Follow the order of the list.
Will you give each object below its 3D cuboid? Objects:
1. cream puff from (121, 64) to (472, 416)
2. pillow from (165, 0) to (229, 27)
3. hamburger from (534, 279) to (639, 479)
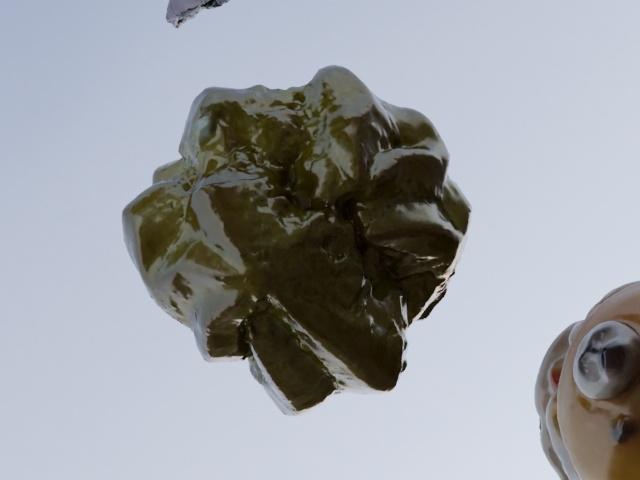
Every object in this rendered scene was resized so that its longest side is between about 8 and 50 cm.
[{"bbox_3d":[0.009,0.000,1.198,0.274,0.270,0.323,-43,-60,12],"label":"cream puff"},{"bbox_3d":[-0.066,-0.242,1.053,0.043,0.232,0.126,26,-102,-19],"label":"pillow"},{"bbox_3d":[0.348,0.161,1.282,0.276,0.276,0.237,-53,-7,-3],"label":"hamburger"}]
